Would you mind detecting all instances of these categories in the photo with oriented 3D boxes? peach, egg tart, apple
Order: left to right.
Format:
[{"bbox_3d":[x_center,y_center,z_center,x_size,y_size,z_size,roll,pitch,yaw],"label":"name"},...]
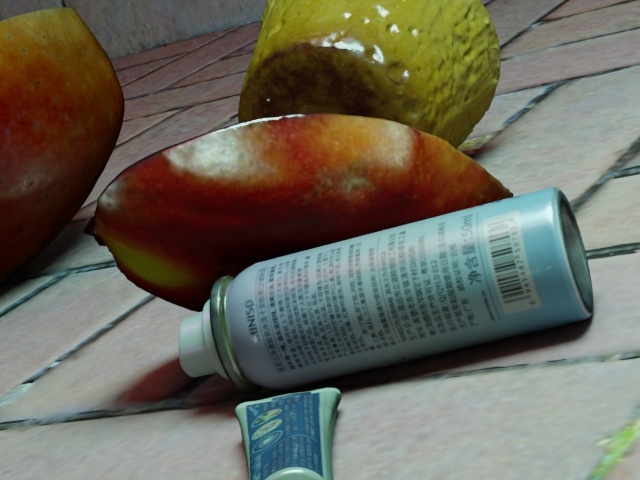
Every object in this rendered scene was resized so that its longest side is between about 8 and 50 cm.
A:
[{"bbox_3d":[-0.346,-0.082,1.487,0.329,0.295,0.365,24,32,28],"label":"apple"},{"bbox_3d":[-0.001,0.003,1.047,0.279,0.068,0.189,-3,-30,-19],"label":"peach"},{"bbox_3d":[0.027,-0.119,1.332,0.203,0.202,0.147,-12,24,26],"label":"egg tart"}]

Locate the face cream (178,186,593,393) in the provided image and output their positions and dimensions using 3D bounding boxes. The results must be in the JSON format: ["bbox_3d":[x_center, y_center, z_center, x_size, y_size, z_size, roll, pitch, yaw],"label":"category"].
[{"bbox_3d":[0.030,0.033,0.952,0.229,0.075,0.075,-14,14,17],"label":"face cream"}]

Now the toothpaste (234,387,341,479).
[{"bbox_3d":[-0.014,0.102,0.821,0.057,0.034,0.197,-9,11,0],"label":"toothpaste"}]
